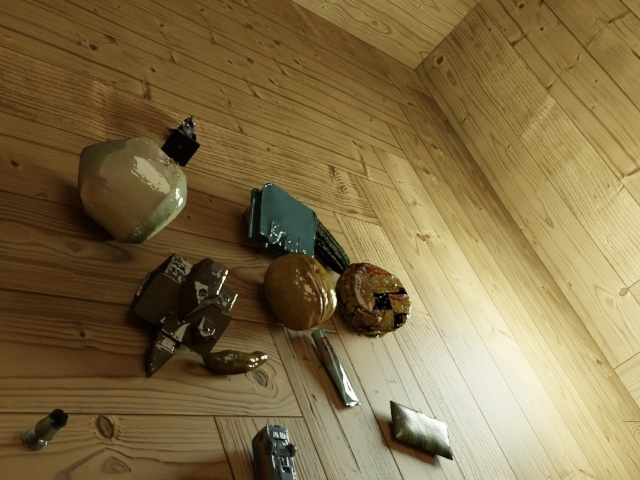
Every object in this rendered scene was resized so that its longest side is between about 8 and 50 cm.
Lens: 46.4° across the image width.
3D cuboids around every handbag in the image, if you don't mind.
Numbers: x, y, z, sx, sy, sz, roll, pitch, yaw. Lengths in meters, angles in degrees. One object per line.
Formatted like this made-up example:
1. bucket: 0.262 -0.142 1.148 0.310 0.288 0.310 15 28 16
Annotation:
1. handbag: -0.098 -0.036 1.982 0.229 0.062 0.179 33 49 -44

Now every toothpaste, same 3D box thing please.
1. toothpaste: 0.035 0.310 1.811 0.056 0.036 0.205 4 52 -54

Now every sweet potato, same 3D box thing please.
1. sweet potato: -0.169 0.257 1.582 0.182 0.054 0.053 11 52 -51

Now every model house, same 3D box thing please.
1. model house: -0.281 0.163 1.471 0.181 0.176 0.248 35 45 -18

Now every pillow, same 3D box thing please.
1. pillow: 0.252 0.479 1.875 0.203 0.038 0.113 28 35 -28

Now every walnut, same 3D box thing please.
1. walnut: -0.052 0.121 1.814 0.165 0.165 0.197 7 54 -50

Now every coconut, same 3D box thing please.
1. coconut: -0.410 -0.115 1.587 0.234 0.224 0.224 52 26 -13

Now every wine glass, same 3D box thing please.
1. wine glass: -0.425 0.290 1.153 0.042 0.083 0.039 45 32 -7

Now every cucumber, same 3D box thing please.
1. cucumber: 0.001 -0.001 2.147 0.265 0.077 0.077 48 28 1

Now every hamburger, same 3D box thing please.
1. hamburger: 0.142 0.157 2.057 0.231 0.107 0.231 19 56 -30

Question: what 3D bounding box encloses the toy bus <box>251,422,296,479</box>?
1. toy bus: -0.082 0.448 1.416 0.064 0.075 0.190 21 37 -35

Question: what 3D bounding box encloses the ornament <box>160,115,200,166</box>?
1. ornament: -0.367 -0.296 2.024 0.088 0.081 0.203 35 29 -20

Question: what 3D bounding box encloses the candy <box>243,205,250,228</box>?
1. candy: -0.162 -0.051 2.016 0.103 0.043 0.103 37 29 -24
